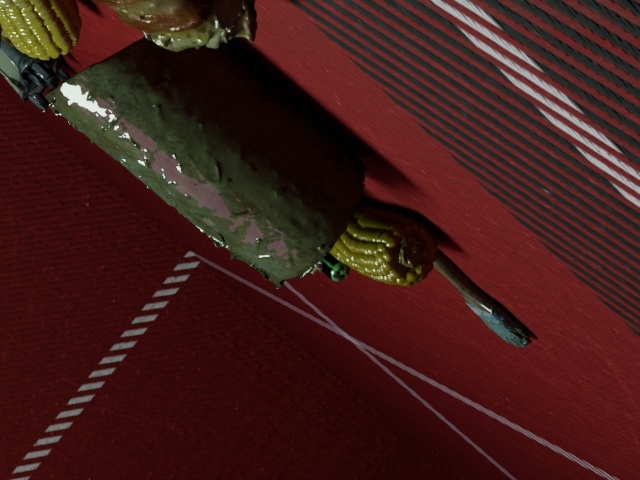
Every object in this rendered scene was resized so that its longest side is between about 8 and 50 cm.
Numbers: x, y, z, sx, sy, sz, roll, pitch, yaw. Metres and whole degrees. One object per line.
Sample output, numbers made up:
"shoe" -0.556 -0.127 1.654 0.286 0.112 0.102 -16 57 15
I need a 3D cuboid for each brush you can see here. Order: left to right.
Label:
"brush" 0.166 0.055 1.896 0.196 0.021 0.070 45 171 -29

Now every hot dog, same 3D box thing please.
"hot dog" -0.129 -0.223 1.316 0.146 0.103 0.213 5 162 37

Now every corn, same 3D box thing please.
"corn" -0.335 -0.285 1.921 0.093 0.093 0.244 36 169 13
"corn" 0.056 0.001 1.846 0.080 0.080 0.231 41 173 -21

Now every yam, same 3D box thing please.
"yam" -0.107 -0.102 1.668 0.304 0.168 0.168 40 172 -13

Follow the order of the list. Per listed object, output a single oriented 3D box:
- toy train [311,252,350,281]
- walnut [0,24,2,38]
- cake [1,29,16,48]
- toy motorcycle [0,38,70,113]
"toy train" 0.000 0.000 2.086 0.138 0.087 0.050 33 174 39
"walnut" -0.498 -0.332 2.083 0.298 0.203 0.203 41 172 -34
"cake" -0.472 -0.348 2.362 0.185 0.080 0.116 31 -168 -46
"toy motorcycle" -0.459 -0.278 2.588 0.157 0.091 0.263 43 175 -5
